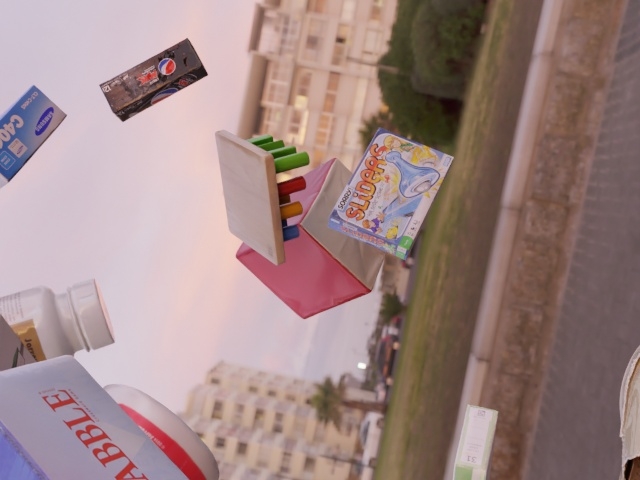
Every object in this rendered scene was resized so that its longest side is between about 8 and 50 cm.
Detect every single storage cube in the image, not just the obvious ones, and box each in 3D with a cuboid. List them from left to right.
[{"bbox_3d":[0.000,0.000,1.636,0.193,0.215,0.184,-27,27,46],"label":"storage cube"}]

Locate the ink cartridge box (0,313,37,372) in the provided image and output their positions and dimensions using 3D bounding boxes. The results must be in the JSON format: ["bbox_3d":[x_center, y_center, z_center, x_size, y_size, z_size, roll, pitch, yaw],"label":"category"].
[{"bbox_3d":[-0.407,0.150,0.976,0.219,0.160,0.093,95,178,-65],"label":"ink cartridge box"}]

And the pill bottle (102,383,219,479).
[{"bbox_3d":[-0.268,0.324,0.957,0.318,0.176,0.176,-50,-21,-32],"label":"pill bottle"}]

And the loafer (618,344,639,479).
[{"bbox_3d":[0.401,0.239,1.045,0.092,0.101,0.269,70,-150,-71],"label":"loafer"}]

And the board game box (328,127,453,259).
[{"bbox_3d":[0.115,-0.078,1.435,0.035,0.136,0.201,97,-161,-58],"label":"board game box"}]

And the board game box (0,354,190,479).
[{"bbox_3d":[-0.092,0.275,0.410,0.066,0.318,0.318,-9,-50,-53],"label":"board game box"}]

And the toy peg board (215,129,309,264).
[{"bbox_3d":[-0.074,-0.072,1.281,0.161,0.079,0.161,32,134,54],"label":"toy peg board"}]

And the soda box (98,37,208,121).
[{"bbox_3d":[-0.276,-0.266,1.488,0.060,0.168,0.053,61,180,10],"label":"soda box"}]

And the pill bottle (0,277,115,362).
[{"bbox_3d":[-0.423,0.137,1.296,0.131,0.229,0.131,162,90,-79],"label":"pill bottle"}]

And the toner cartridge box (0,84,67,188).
[{"bbox_3d":[-0.567,-0.122,1.494,0.347,0.075,0.165,-22,32,47],"label":"toner cartridge box"}]

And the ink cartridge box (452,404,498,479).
[{"bbox_3d":[0.221,0.392,1.342,0.235,0.056,0.171,-64,-22,-46],"label":"ink cartridge box"}]
